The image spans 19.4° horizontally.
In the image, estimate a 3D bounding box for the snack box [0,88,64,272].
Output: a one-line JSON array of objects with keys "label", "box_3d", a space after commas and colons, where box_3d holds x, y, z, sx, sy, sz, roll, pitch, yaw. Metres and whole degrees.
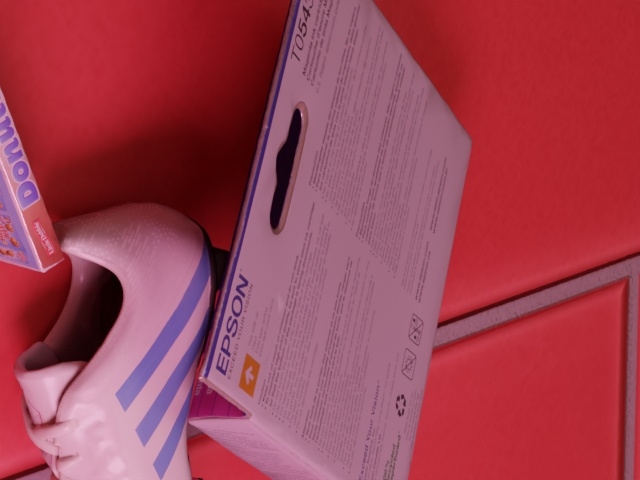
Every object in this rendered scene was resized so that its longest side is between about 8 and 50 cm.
[{"label": "snack box", "box_3d": [-0.212, -0.063, 1.152, 0.022, 0.064, 0.178, -39, 126, -35]}]

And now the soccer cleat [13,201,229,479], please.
[{"label": "soccer cleat", "box_3d": [-0.147, 0.138, 1.250, 0.143, 0.116, 0.331, 2, 93, -39]}]

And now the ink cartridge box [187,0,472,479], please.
[{"label": "ink cartridge box", "box_3d": [0.000, 0.000, 1.303, 0.330, 0.071, 0.324, 45, 53, -55]}]
